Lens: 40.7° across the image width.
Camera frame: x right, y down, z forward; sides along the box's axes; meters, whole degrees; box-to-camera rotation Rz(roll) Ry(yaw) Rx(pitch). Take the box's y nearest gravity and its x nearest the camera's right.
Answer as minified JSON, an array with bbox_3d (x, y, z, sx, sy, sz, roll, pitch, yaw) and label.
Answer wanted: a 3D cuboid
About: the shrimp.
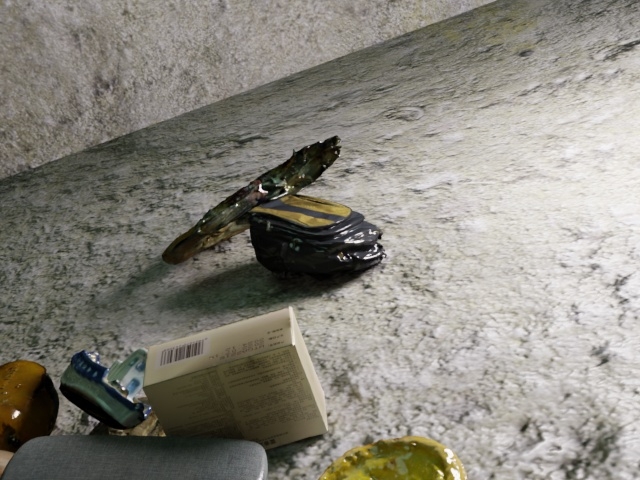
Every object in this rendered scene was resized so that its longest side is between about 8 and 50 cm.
[{"bbox_3d":[-0.144,-0.081,1.743,0.445,0.085,0.272,-33,-1,13],"label":"shrimp"}]

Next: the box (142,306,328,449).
[{"bbox_3d":[-0.113,0.206,1.178,0.211,0.168,0.095,-16,28,3],"label":"box"}]

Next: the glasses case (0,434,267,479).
[{"bbox_3d":[-0.226,0.301,1.066,0.323,0.074,0.131,1,17,0],"label":"glasses case"}]

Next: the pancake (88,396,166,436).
[{"bbox_3d":[-0.285,0.290,1.293,0.158,0.028,0.158,-16,27,8],"label":"pancake"}]

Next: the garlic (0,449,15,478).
[{"bbox_3d":[-0.475,0.375,1.146,0.244,0.145,0.164,-29,57,-19],"label":"garlic"}]

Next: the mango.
[{"bbox_3d":[-0.497,0.266,1.346,0.151,0.156,0.249,-54,22,9],"label":"mango"}]

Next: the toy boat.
[{"bbox_3d":[-0.311,0.208,1.297,0.262,0.114,0.115,2,48,52],"label":"toy boat"}]

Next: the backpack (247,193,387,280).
[{"bbox_3d":[0.000,0.000,1.610,0.258,0.133,0.206,10,27,36],"label":"backpack"}]

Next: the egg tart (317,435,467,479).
[{"bbox_3d":[0.075,0.297,0.971,0.191,0.074,0.191,-16,24,7],"label":"egg tart"}]
